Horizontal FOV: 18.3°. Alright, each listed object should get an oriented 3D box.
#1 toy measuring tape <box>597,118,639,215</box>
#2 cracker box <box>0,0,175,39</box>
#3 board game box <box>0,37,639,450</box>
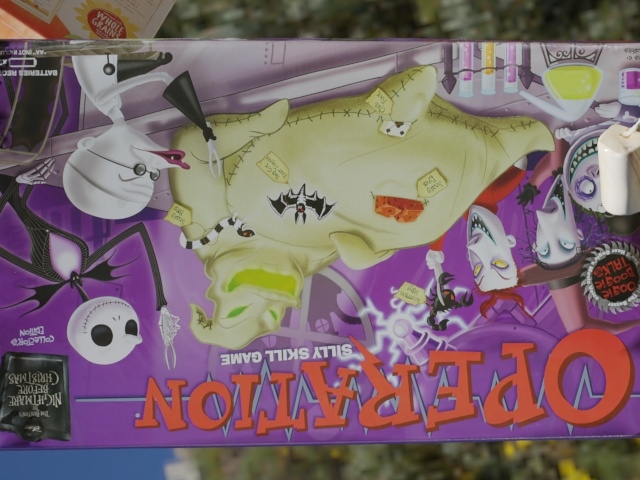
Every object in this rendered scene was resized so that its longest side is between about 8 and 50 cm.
[{"bbox_3d":[0.291,-0.049,0.855,0.121,0.330,0.121,165,90,-84],"label":"toy measuring tape"},{"bbox_3d":[-0.188,-0.194,1.471,0.155,0.067,0.232,34,-141,-8],"label":"cracker box"},{"bbox_3d":[0.000,0.000,1.015,0.056,0.346,0.208,-132,41,-79],"label":"board game box"}]
